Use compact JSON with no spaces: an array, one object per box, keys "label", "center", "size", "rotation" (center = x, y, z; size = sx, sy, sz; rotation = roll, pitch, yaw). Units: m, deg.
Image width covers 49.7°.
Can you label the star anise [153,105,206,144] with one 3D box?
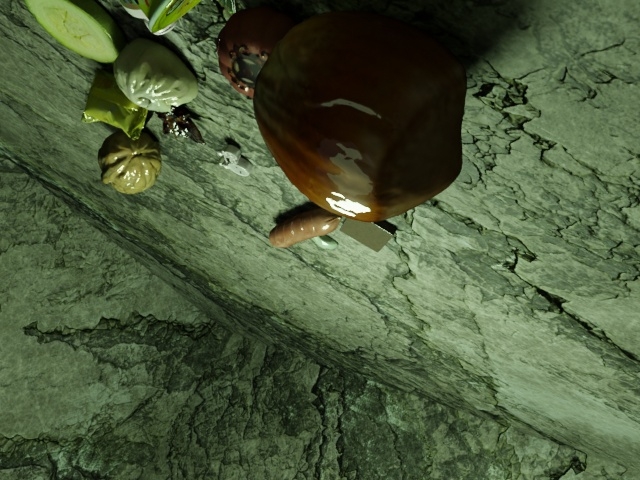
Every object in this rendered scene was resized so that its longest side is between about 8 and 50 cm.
[{"label":"star anise","center":[-0.366,-0.308,1.827],"size":[0.157,0.053,0.212],"rotation":[37,157,-16]}]

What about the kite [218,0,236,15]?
[{"label":"kite","center":[-0.218,-0.513,1.191],"size":[0.234,0.016,0.321],"rotation":[2,147,50]}]

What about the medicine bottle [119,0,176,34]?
[{"label":"medicine bottle","center":[-0.355,-0.495,1.322],"size":[0.115,0.078,0.219],"rotation":[14,155,31]}]

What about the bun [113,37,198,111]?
[{"label":"bun","center":[-0.388,-0.368,1.606],"size":[0.193,0.127,0.178],"rotation":[37,158,-25]}]

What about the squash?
[{"label":"squash","center":[-0.576,-0.512,1.629],"size":[0.252,0.049,0.252],"rotation":[25,160,10]}]

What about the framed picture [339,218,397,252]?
[{"label":"framed picture","center":[0.126,-0.029,1.866],"size":[0.128,0.023,0.168],"rotation":[30,160,0]}]

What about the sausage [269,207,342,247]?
[{"label":"sausage","center":[-0.055,-0.036,2.010],"size":[0.088,0.088,0.433],"rotation":[36,158,-17]}]

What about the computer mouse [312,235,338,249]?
[{"label":"computer mouse","center":[0.000,0.000,2.094],"size":[0.110,0.032,0.056],"rotation":[32,159,-6]}]

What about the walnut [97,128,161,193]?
[{"label":"walnut","center":[-0.578,-0.238,2.093],"size":[0.198,0.198,0.245],"rotation":[38,155,-21]}]

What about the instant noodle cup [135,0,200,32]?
[{"label":"instant noodle cup","center":[-0.194,-0.460,0.911],"size":[0.221,0.311,0.311],"rotation":[45,156,-16]}]

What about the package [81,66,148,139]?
[{"label":"package","center":[-0.518,-0.358,1.776],"size":[0.226,0.168,0.090],"rotation":[22,-178,25]}]

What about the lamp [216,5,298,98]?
[{"label":"lamp","center":[-0.100,-0.345,1.269],"size":[0.182,0.140,0.182],"rotation":[15,141,13]}]

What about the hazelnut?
[{"label":"hazelnut","center":[0.063,-0.199,1.131],"size":[0.372,0.315,0.372],"rotation":[18,141,15]}]

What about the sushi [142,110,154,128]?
[{"label":"sushi","center":[-0.534,-0.364,1.885],"size":[0.150,0.078,0.090],"rotation":[29,160,-2]}]

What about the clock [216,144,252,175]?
[{"label":"clock","center":[-0.237,-0.220,1.878],"size":[0.087,0.041,0.129],"rotation":[19,162,19]}]
